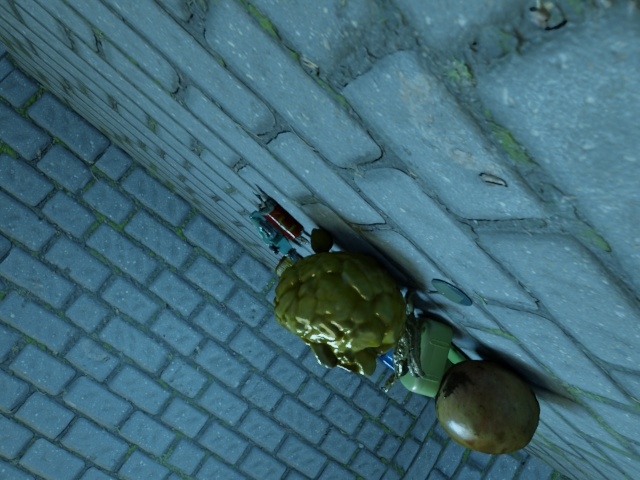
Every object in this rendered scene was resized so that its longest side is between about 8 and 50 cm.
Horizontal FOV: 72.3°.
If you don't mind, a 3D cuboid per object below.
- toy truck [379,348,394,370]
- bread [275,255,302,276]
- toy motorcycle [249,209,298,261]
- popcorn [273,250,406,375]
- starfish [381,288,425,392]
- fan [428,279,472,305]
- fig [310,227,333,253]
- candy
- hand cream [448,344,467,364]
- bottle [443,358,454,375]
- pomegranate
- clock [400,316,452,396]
[{"bbox_3d":[0.376,0.514,2.003,0.161,0.162,0.385,36,167,11],"label":"toy truck"},{"bbox_3d":[-0.152,0.124,2.111,0.114,0.132,0.190,38,165,4],"label":"bread"},{"bbox_3d":[-0.188,-0.024,1.776,0.198,0.109,0.296,42,173,29],"label":"toy motorcycle"},{"bbox_3d":[0.067,0.183,1.305,0.390,0.344,0.354,41,124,9],"label":"popcorn"},{"bbox_3d":[0.265,0.325,1.437,0.082,0.325,0.432,6,158,-5],"label":"starfish"},{"bbox_3d":[0.323,0.136,1.137,0.113,0.005,0.175,38,166,-6],"label":"fan"},{"bbox_3d":[0.000,0.000,1.389,0.088,0.073,0.074,59,170,8],"label":"fig"},{"bbox_3d":[-0.137,-0.071,1.530,0.292,0.059,0.086,42,166,-24],"label":"candy"},{"bbox_3d":[0.481,0.409,1.613,0.175,0.046,0.095,47,166,-14],"label":"hand cream"},{"bbox_3d":[0.557,0.573,1.723,0.351,0.172,0.171,34,168,1],"label":"bottle"},{"bbox_3d":[0.508,0.511,1.353,0.322,0.322,0.322,35,167,9],"label":"pomegranate"},{"bbox_3d":[0.339,0.379,1.493,0.095,0.235,0.308,16,175,-3],"label":"clock"}]
